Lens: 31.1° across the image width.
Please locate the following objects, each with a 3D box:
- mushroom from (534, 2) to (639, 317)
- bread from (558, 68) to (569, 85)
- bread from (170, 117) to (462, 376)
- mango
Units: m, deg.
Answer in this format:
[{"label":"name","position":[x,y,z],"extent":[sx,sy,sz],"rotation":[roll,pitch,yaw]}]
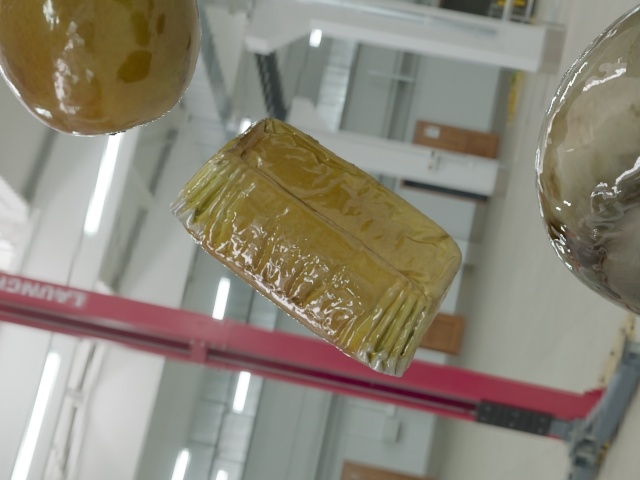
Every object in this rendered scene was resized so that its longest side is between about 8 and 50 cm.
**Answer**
[{"label":"mushroom","position":[0.345,-0.036,0.866],"extent":[0.362,0.362,0.295],"rotation":[94,178,-58]},{"label":"bread","position":[0.377,-0.200,1.666],"extent":[0.192,0.067,0.119],"rotation":[-47,-48,-64]},{"label":"bread","position":[0.000,0.000,1.152],"extent":[0.119,0.288,0.152],"rotation":[-58,-4,36]},{"label":"mango","position":[-0.290,-0.323,1.342],"extent":[0.446,0.232,0.300],"rotation":[67,152,20]}]
